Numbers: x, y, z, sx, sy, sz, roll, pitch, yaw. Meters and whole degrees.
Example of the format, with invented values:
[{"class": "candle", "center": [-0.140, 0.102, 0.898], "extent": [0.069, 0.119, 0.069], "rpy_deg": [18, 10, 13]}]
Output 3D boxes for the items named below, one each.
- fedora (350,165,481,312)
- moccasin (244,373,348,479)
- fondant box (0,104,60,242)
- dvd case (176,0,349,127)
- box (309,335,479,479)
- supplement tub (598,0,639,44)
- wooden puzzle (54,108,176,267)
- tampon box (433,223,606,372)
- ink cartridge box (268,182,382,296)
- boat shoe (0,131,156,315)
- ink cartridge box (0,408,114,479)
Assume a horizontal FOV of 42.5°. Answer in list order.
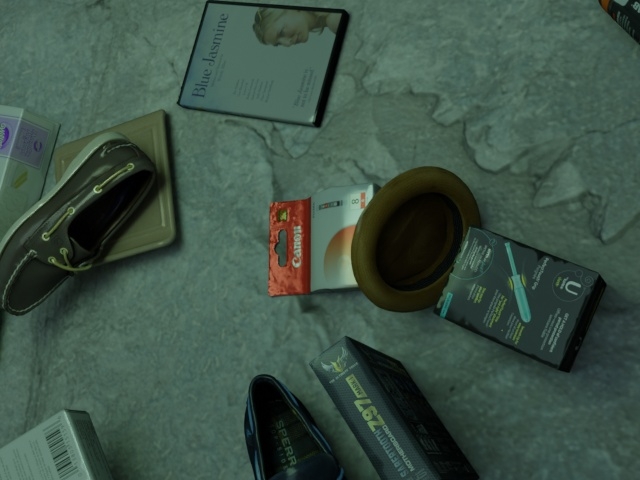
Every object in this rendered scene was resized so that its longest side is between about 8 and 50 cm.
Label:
[{"class": "fedora", "center": [0.111, -0.005, 1.057], "extent": [0.079, 0.194, 0.194], "rpy_deg": [24, 90, 63]}, {"class": "moccasin", "center": [-0.031, 0.305, 0.987], "extent": [0.138, 0.116, 0.342], "rpy_deg": [-28, 44, -11]}, {"class": "fondant box", "center": [-0.636, -0.123, 1.439], "extent": [0.330, 0.096, 0.238], "rpy_deg": [11, 84, 25]}, {"class": "dvd case", "center": [-0.092, -0.276, 1.261], "extent": [0.253, 0.022, 0.180], "rpy_deg": [12, 84, 27]}, {"class": "box", "center": [0.091, 0.213, 0.955], "extent": [0.059, 0.233, 0.183], "rpy_deg": [-37, 67, 7]}, {"class": "supplement tub", "center": [0.407, -0.288, 0.987], "extent": [0.106, 0.106, 0.198], "rpy_deg": [-41, 66, 12]}, {"class": "wooden puzzle", "center": [-0.329, -0.075, 1.321], "extent": [0.221, 0.044, 0.238], "rpy_deg": [-15, 69, 22]}, {"class": "tampon box", "center": [0.241, 0.070, 0.989], "extent": [0.161, 0.101, 0.120], "rpy_deg": [24, 90, 26]}, {"class": "ink cartridge box", "center": [0.000, 0.000, 1.149], "extent": [0.179, 0.045, 0.145], "rpy_deg": [-5, 77, 21]}, {"class": "boat shoe", "center": [-0.372, -0.012, 1.234], "extent": [0.097, 0.116, 0.324], "rpy_deg": [38, 88, 33]}, {"class": "ink cartridge box", "center": [-0.375, 0.404, 1.100], "extent": [0.239, 0.060, 0.275], "rpy_deg": [-32, 67, 8]}]
